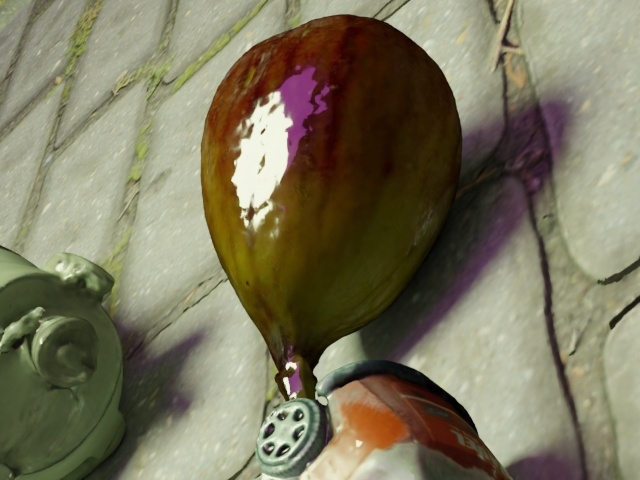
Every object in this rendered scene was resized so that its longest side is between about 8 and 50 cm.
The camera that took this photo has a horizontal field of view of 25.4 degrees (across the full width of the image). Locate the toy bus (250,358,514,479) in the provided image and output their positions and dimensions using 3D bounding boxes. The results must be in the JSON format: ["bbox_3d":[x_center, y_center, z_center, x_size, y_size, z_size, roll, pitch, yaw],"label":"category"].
[{"bbox_3d":[-0.013,0.185,0.638,0.265,0.121,0.120,-49,32,2],"label":"toy bus"}]

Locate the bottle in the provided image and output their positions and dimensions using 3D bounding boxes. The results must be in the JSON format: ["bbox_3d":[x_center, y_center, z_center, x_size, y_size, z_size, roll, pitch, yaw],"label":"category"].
[{"bbox_3d":[-0.275,0.107,1.101,0.352,0.229,0.229,6,60,58],"label":"bottle"}]

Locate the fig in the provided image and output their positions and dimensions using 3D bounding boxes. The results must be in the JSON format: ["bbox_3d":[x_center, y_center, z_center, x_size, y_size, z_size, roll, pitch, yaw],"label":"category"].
[{"bbox_3d":[0.002,0.001,0.847,0.170,0.145,0.274,-18,55,38],"label":"fig"}]
